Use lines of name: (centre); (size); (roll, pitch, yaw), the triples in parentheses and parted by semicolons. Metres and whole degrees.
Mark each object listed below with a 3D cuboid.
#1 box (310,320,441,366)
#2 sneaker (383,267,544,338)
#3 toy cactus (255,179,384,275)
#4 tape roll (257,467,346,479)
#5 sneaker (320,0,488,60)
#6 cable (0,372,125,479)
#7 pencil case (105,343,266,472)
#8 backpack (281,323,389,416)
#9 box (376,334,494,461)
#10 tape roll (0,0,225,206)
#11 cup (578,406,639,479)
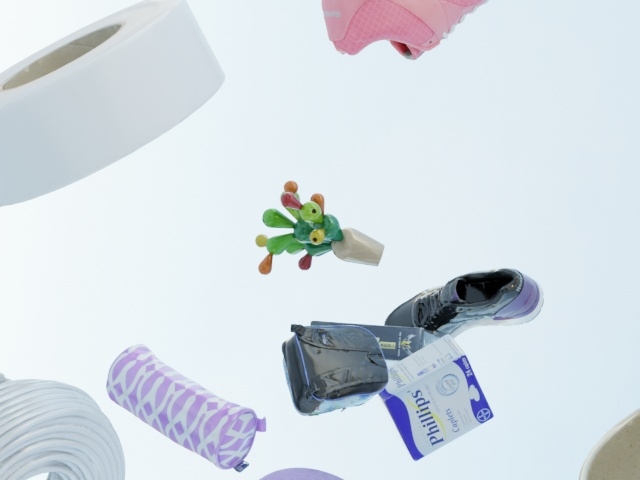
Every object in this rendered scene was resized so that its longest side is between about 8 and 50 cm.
box: (0.098, 0.173, 2.429); (0.232, 0.183, 0.059); (30, 65, -71)
sneaker: (0.218, 0.099, 2.525); (0.283, 0.124, 0.107); (-19, -118, 24)
toy cactus: (0.000, 0.000, 2.162); (0.219, 0.180, 0.112); (113, -5, -63)
tape roll: (-0.014, 0.464, 2.172); (0.090, 0.274, 0.275); (-54, -146, 39)
sneaker: (0.128, -0.289, 1.834); (0.116, 0.313, 0.136); (17, -66, 58)
cable: (-0.312, 0.265, 1.559); (0.089, 0.257, 0.257); (29, -80, 39)
pencil case: (-0.166, 0.199, 1.846); (0.206, 0.088, 0.086); (27, -44, 28)
backpack: (0.015, 0.154, 1.805); (0.084, 0.114, 0.105); (-49, -129, 53)
box: (0.160, 0.227, 2.181); (0.126, 0.137, 0.072); (63, -5, -28)
tape roll: (-0.245, -0.147, 1.558); (0.100, 0.286, 0.286); (62, -13, -18)
cup: (0.469, 0.302, 1.591); (0.237, 0.331, 0.331); (66, -18, -12)
